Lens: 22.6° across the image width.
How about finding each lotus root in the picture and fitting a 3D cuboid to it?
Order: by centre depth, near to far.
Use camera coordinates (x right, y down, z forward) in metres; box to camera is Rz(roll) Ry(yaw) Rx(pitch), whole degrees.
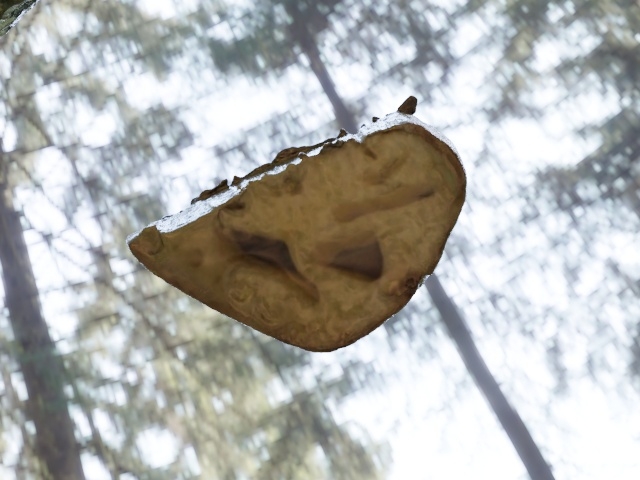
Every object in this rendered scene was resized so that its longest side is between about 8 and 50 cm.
[{"bbox_3d":[0.000,0.000,1.267,0.260,0.074,0.170,-31,-75,-1],"label":"lotus root"}]

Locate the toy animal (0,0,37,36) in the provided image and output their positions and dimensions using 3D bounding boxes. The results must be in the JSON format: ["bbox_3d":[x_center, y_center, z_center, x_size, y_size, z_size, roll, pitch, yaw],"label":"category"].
[{"bbox_3d":[-0.217,-0.099,0.750,0.253,0.070,0.079,-23,-24,23],"label":"toy animal"}]
